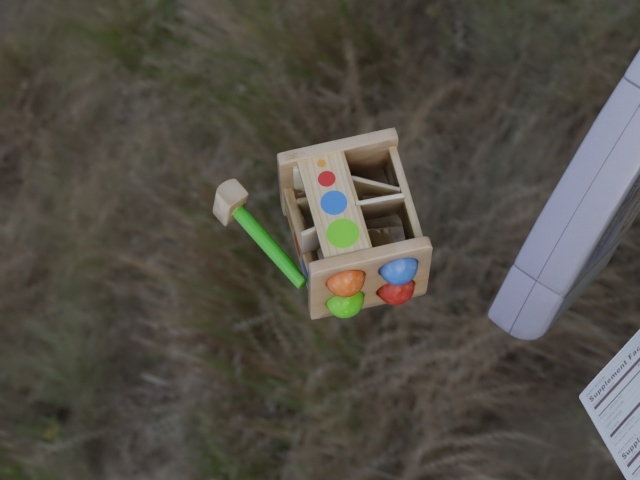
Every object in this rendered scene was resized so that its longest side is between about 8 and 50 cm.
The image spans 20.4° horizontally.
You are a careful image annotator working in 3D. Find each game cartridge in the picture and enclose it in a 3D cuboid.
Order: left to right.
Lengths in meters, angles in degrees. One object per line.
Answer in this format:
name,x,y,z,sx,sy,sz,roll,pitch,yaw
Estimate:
game cartridge,0.238,-0.061,1.403,0.297,0.062,0.198,-63,-10,27

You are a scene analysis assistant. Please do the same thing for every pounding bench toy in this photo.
pounding bench toy,0.000,0.000,0.760,0.052,0.083,0.065,90,167,-66

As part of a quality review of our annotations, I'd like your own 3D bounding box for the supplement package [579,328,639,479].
supplement package,0.358,0.191,1.558,0.134,0.139,0.244,-51,41,25
